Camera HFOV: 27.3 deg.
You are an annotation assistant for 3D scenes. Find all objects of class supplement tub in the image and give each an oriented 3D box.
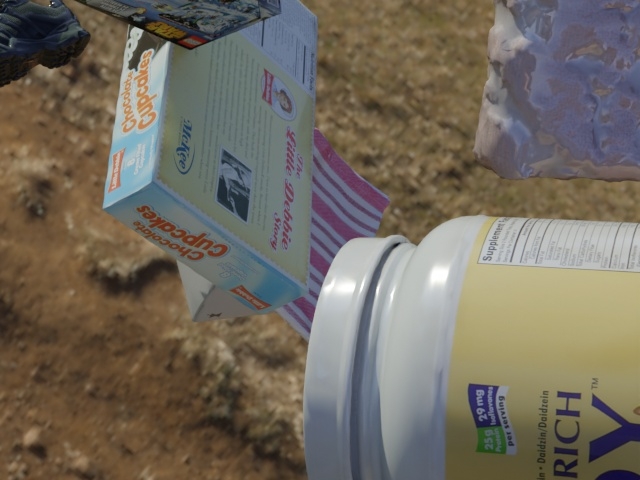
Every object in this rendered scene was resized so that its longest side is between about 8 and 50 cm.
[{"bbox_3d":[0.177,0.106,0.868,0.331,0.241,0.241,2,26,18],"label":"supplement tub"}]

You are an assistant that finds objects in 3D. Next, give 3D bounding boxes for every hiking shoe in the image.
[{"bbox_3d":[-0.446,-0.288,1.869,0.227,0.086,0.114,-20,71,-36],"label":"hiking shoe"}]

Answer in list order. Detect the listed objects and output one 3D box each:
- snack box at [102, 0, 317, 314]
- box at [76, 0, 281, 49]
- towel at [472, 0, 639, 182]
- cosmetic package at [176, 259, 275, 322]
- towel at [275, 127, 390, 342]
[{"bbox_3d":[-0.083,-0.118,1.121,0.187,0.060,0.322,37,41,-38],"label":"snack box"},{"bbox_3d":[-0.107,-0.185,0.981,0.137,0.094,0.027,16,63,-54],"label":"box"},{"bbox_3d":[0.236,-0.180,0.586,0.317,0.331,0.053,3,12,-18],"label":"towel"},{"bbox_3d":[-0.096,-0.013,1.676,0.151,0.151,0.183,-6,65,-24],"label":"cosmetic package"},{"bbox_3d":[0.000,0.000,1.347,0.144,0.029,0.197,41,56,-38],"label":"towel"}]
